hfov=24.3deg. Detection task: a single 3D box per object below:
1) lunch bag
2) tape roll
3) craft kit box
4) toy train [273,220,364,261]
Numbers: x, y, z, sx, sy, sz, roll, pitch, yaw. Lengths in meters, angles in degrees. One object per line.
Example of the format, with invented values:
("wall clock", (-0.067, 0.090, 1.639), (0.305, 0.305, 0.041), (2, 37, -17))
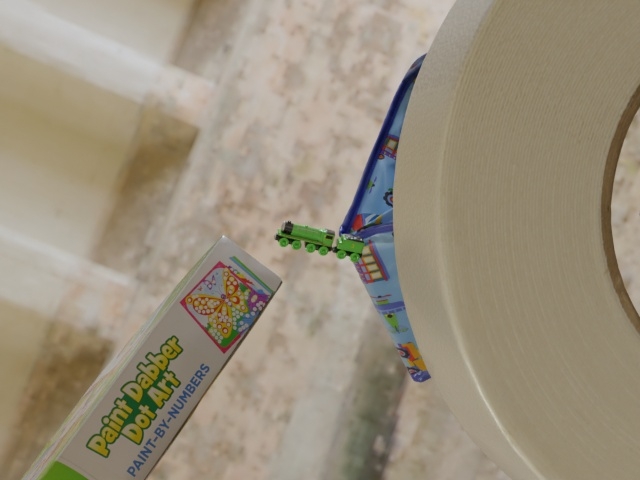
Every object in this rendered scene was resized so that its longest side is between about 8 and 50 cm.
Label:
("lunch bag", (0.131, -0.040, 1.548), (0.293, 0.138, 0.221), (-81, -27, -45))
("tape roll", (0.231, -0.018, 0.816), (0.392, 0.392, 0.072), (-68, 16, -4))
("craft kit box", (-0.149, 0.143, 0.954), (0.250, 0.061, 0.247), (-46, 11, 51))
("toy train", (0.000, 0.000, 1.326), (0.017, 0.083, 0.024), (-106, 31, -63))
